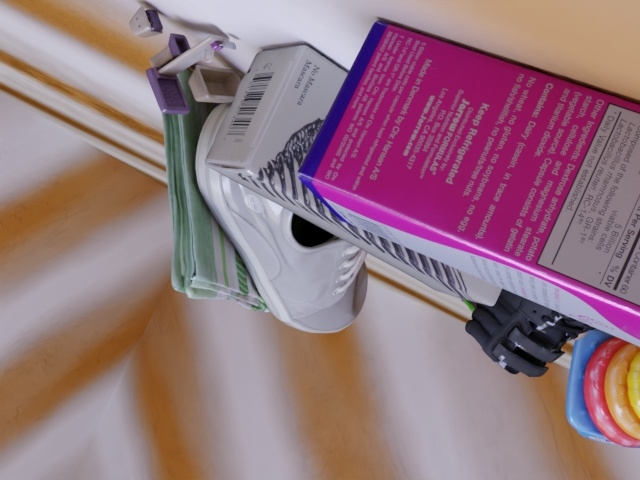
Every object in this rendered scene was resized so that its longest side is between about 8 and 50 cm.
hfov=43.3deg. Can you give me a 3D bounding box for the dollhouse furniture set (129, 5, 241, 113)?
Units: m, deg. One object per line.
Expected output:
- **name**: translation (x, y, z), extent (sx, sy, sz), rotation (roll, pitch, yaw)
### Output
- **dollhouse furniture set**: translation (-0.093, -0.170, 0.717), extent (0.081, 0.091, 0.114), rotation (-24, 174, 29)

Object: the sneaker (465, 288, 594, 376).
- **sneaker**: translation (0.256, 0.082, 0.824), extent (0.104, 0.147, 0.296), rotation (29, 173, -19)

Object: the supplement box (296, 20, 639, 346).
- **supplement box**: translation (0.117, -0.032, 0.491), extent (0.220, 0.114, 0.111), rotation (25, 175, 20)

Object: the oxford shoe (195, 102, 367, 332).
- **oxford shoe**: translation (0.000, 0.000, 0.932), extent (0.130, 0.169, 0.449), rotation (7, 155, 21)

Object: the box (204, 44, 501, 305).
- **box**: translation (0.050, -0.048, 0.689), extent (0.275, 0.113, 0.094), rotation (26, 175, -29)

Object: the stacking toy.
- **stacking toy**: translation (0.495, 0.203, 1.103), extent (0.175, 0.166, 0.302), rotation (17, 163, -18)

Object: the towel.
- **towel**: translation (-0.108, -0.042, 0.938), extent (0.038, 0.248, 0.325), rotation (-9, 169, 11)

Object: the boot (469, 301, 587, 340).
- **boot**: translation (0.254, 0.084, 1.181), extent (0.207, 0.090, 0.248), rotation (34, 160, -4)

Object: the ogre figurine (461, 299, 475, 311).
- **ogre figurine**: translation (0.324, 0.139, 1.461), extent (0.197, 0.097, 0.118), rotation (8, 154, 37)
